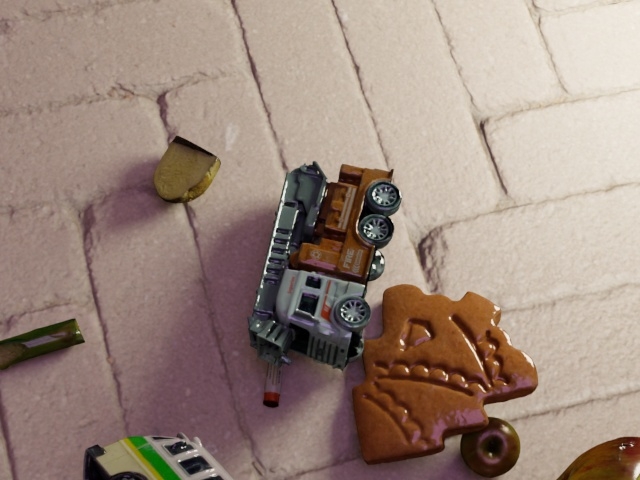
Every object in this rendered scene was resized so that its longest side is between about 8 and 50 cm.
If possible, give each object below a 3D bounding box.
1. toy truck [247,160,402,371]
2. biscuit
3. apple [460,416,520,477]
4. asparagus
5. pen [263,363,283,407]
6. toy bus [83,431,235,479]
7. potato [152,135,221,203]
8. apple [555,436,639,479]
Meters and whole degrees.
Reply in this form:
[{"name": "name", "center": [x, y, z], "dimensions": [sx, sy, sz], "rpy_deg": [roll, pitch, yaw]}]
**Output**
[{"name": "toy truck", "center": [0.000, 0.045, 1.936], "dimensions": [0.184, 0.133, 0.338], "rpy_deg": [14, 61, 4]}, {"name": "biscuit", "center": [0.159, 0.204, 1.912], "dimensions": [0.284, 0.043, 0.306], "rpy_deg": [30, 71, 27]}, {"name": "apple", "center": [0.249, 0.304, 1.904], "dimensions": [0.089, 0.074, 0.090], "rpy_deg": [2, 69, -6]}, {"name": "asparagus", "center": [-0.435, 0.155, 1.891], "dimensions": [0.178, 0.041, 0.045], "rpy_deg": [-17, 62, -13]}, {"name": "pen", "center": [-0.061, 0.144, 1.956], "dimensions": [0.026, 0.026, 0.218], "rpy_deg": [9, 66, -4]}, {"name": "toy bus", "center": [-0.177, 0.384, 1.723], "dimensions": [0.179, 0.143, 0.305], "rpy_deg": [-21, 42, -33]}, {"name": "potato", "center": [-0.211, -0.096, 2.018], "dimensions": [0.096, 0.066, 0.103], "rpy_deg": [29, 74, 31]}, {"name": "apple", "center": [0.420, 0.461, 1.711], "dimensions": [0.374, 0.374, 0.384], "rpy_deg": [39, 74, 9]}]
